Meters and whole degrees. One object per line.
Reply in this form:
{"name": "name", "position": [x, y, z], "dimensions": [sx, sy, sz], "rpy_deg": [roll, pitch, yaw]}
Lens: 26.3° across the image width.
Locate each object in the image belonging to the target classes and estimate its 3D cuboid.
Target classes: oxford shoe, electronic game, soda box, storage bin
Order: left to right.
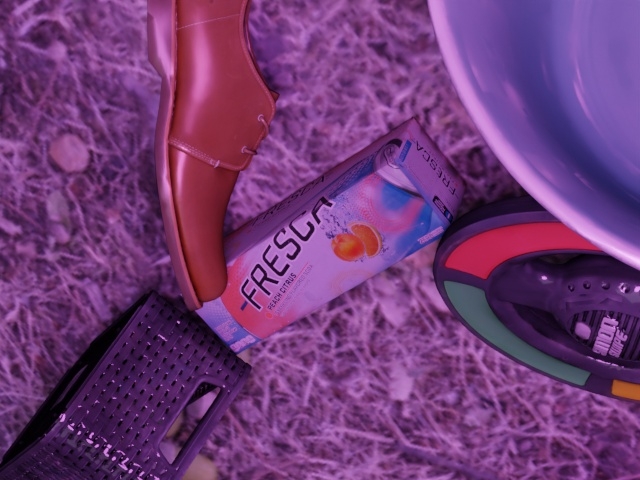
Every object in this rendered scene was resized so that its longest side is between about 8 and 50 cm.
{"name": "storage bin", "position": [-0.135, 0.121, 0.905], "dimensions": [0.084, 0.122, 0.180], "rpy_deg": [39, 150, -9]}
{"name": "oxford shoe", "position": [-0.062, -0.060, 0.811], "dimensions": [0.076, 0.076, 0.212], "rpy_deg": [-1, 104, -4]}
{"name": "soda box", "position": [0.000, 0.000, 0.857], "dimensions": [0.183, 0.063, 0.058], "rpy_deg": [-32, 107, 30]}
{"name": "electronic game", "position": [0.176, 0.041, 0.786], "dimensions": [0.229, 0.048, 0.229], "rpy_deg": [17, 155, 8]}

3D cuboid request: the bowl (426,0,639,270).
{"name": "bowl", "position": [0.207, -0.113, 0.623], "dimensions": [0.311, 0.163, 0.311], "rpy_deg": [-1, 81, 9]}
